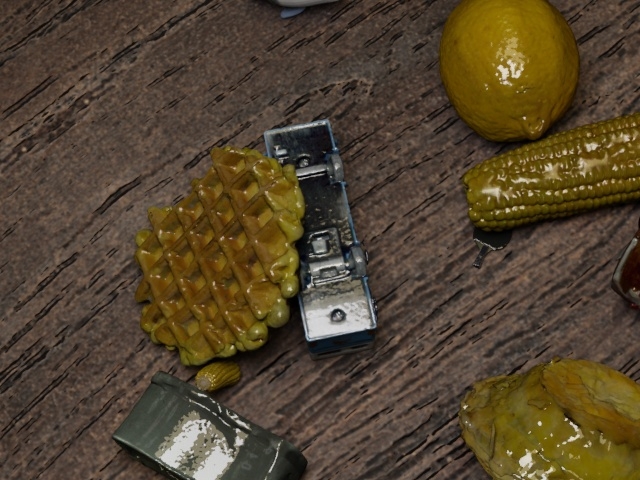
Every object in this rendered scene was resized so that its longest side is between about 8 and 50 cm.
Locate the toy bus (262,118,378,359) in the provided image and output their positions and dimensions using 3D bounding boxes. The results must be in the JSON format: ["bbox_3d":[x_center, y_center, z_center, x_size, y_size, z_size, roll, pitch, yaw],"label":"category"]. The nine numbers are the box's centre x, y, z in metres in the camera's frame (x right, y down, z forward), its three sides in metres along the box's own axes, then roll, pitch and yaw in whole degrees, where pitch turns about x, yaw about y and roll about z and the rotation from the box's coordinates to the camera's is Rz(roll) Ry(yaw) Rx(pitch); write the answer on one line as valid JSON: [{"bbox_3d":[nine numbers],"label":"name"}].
[{"bbox_3d":[0.000,0.000,1.629,0.106,0.131,0.297,-11,66,-2],"label":"toy bus"}]

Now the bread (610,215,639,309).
[{"bbox_3d":[0.458,0.007,1.541,0.142,0.224,0.212,36,97,20],"label":"bread"}]

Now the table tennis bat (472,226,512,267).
[{"bbox_3d":[0.226,0.000,1.675,0.050,0.007,0.083,23,70,14],"label":"table tennis bat"}]

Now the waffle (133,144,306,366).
[{"bbox_3d":[-0.133,0.014,1.597,0.301,0.058,0.281,-21,65,36],"label":"waffle"}]

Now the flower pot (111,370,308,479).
[{"bbox_3d":[-0.136,0.261,1.547,0.229,0.103,0.108,27,71,15],"label":"flower pot"}]

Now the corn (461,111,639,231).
[{"bbox_3d":[0.363,-0.096,1.644,0.363,0.120,0.120,-16,67,-2],"label":"corn"}]

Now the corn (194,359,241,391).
[{"bbox_3d":[-0.131,0.173,1.590,0.037,0.092,0.037,2,95,19],"label":"corn"}]

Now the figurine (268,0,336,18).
[{"bbox_3d":[-0.033,-0.415,1.808,0.184,0.128,0.208,-35,64,-12],"label":"figurine"}]

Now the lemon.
[{"bbox_3d":[0.252,-0.240,1.675,0.188,0.188,0.256,-12,63,0],"label":"lemon"}]

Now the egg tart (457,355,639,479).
[{"bbox_3d":[0.307,0.222,1.446,0.295,0.295,0.116,25,116,14],"label":"egg tart"}]
